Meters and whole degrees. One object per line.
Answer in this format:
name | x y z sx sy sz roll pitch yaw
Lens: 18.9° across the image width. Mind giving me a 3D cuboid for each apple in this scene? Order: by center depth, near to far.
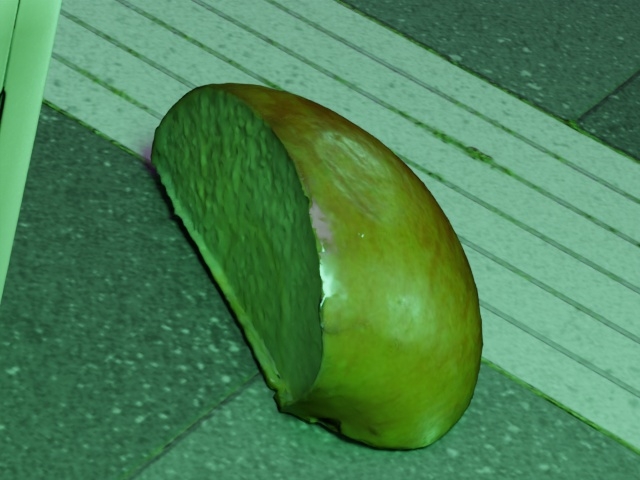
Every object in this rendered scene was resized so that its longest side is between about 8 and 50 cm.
apple | 0.000 0.000 1.439 0.179 0.254 0.346 -33 46 0

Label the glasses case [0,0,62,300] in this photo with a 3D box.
glasses case | -0.255 -0.063 1.215 0.076 0.336 0.144 -20 50 -42
